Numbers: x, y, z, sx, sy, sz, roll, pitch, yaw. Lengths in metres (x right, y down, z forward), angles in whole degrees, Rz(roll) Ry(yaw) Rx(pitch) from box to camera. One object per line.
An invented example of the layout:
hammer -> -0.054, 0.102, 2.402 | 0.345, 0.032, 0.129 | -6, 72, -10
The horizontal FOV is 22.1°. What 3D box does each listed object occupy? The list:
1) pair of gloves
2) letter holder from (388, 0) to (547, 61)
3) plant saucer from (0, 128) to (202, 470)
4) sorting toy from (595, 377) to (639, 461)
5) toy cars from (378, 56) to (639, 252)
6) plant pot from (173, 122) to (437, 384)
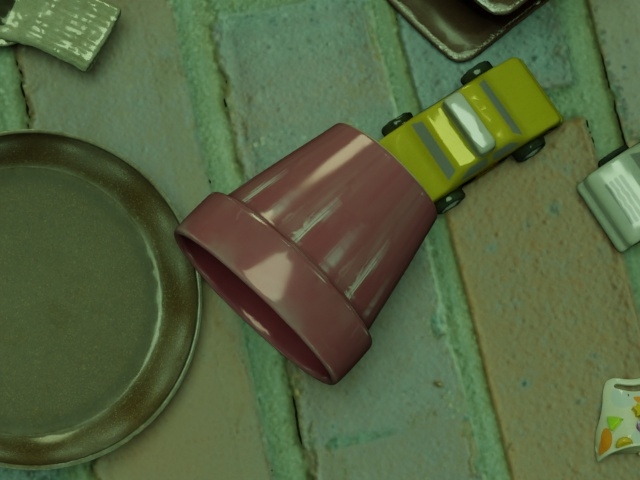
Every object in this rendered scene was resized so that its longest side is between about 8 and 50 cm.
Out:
pair of gloves -> -0.271, -0.295, 1.613 | 0.204, 0.042, 0.240 | 18, 79, 7
letter holder -> 0.114, -0.351, 1.566 | 0.214, 0.152, 0.302 | -38, 82, -4
plant saucer -> -0.263, 0.055, 1.506 | 0.311, 0.050, 0.310 | 2, 83, -21
sorting toy -> 0.297, 0.163, 1.536 | 0.083, 0.045, 0.075 | -5, 61, 0
toy cars -> 0.241, -0.088, 1.550 | 0.394, 0.087, 0.176 | 8, 81, 2
plant pot -> 0.000, 0.000, 1.484 | 0.201, 0.201, 0.180 | 43, 79, 7
